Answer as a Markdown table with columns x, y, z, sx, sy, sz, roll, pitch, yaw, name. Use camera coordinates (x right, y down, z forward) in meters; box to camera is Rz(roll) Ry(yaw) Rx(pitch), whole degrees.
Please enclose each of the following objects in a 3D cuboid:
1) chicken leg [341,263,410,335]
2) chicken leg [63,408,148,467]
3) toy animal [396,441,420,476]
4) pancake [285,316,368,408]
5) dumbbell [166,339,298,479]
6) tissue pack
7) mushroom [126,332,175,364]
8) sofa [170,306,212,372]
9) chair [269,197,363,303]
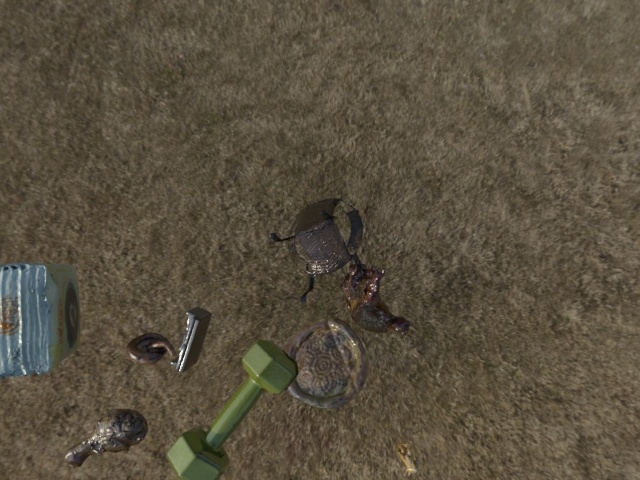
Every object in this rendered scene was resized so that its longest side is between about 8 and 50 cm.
| x | y | z | sx | sy | sz | roll | pitch | yaw | name |
| --- | --- | --- | --- | --- | --- | --- | --- | --- | --- |
| 0.163 | 0.183 | 1.337 | 0.083 | 0.177 | 0.322 | 12 | 41 | -32 | chicken leg |
| -0.453 | 0.414 | 0.917 | 0.198 | 0.069 | 0.084 | -30 | 113 | 8 | chicken leg |
| 0.261 | 0.654 | 1.311 | 0.061 | 0.081 | 0.083 | -28 | 98 | -19 | toy animal |
| 0.009 | 0.341 | 1.217 | 0.250 | 0.031 | 0.249 | -6 | 65 | 13 | pancake |
| -0.171 | 0.343 | 0.879 | 0.108 | 0.121 | 0.301 | 36 | 82 | 13 | dumbbell |
| -0.803 | 0.207 | 1.255 | 0.162 | 0.388 | 0.286 | -4 | 88 | -19 | tissue pack |
| -0.577 | 0.376 | 1.512 | 0.171 | 0.135 | 0.080 | 3 | 121 | 17 | mushroom |
| -0.333 | 0.245 | 1.100 | 0.060 | 0.085 | 0.147 | 20 | 98 | 8 | sofa |
| 0.000 | 0.000 | 0.884 | 0.174 | 0.213 | 0.148 | -24 | 105 | 15 | chair |
